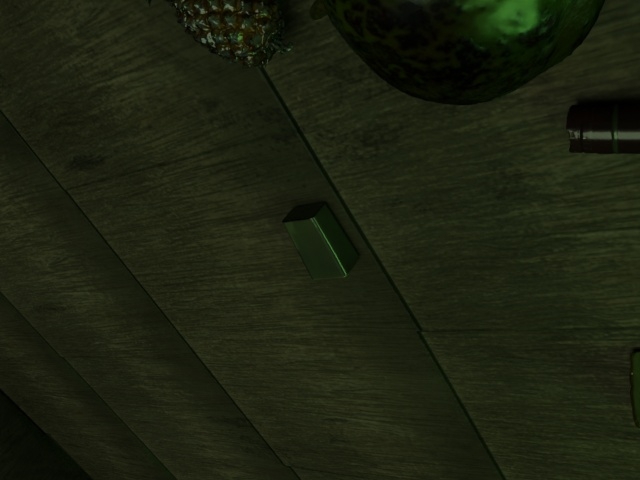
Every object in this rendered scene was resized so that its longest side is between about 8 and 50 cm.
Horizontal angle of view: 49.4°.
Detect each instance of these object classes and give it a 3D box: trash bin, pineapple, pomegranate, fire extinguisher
[{"bbox_3d":[0.000,0.000,0.879,0.061,0.043,0.092,-7,122,40],"label":"trash bin"},{"bbox_3d":[-0.123,-0.241,0.678,0.221,0.103,0.083,33,107,4],"label":"pineapple"},{"bbox_3d":[0.088,-0.221,0.504,0.204,0.276,0.222,-21,118,1],"label":"pomegranate"},{"bbox_3d":[0.292,-0.090,0.581,0.157,0.045,0.078,4,160,31],"label":"fire extinguisher"}]

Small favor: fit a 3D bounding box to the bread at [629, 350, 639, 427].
[{"bbox_3d":[0.412,0.181,0.793,0.074,0.084,0.139,-10,154,41],"label":"bread"}]
